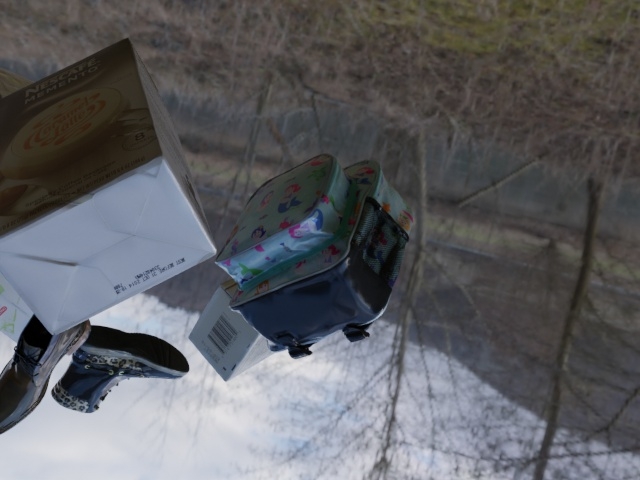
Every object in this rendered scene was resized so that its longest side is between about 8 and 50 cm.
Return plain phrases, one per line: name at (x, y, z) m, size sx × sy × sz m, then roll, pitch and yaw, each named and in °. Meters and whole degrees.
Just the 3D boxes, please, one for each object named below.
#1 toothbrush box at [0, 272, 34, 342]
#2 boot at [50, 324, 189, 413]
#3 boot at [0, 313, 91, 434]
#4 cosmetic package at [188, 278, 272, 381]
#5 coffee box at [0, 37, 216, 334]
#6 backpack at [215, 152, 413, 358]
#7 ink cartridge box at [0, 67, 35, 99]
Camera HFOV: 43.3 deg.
toothbrush box at (-0.540, 0.012, 1.378) m, size 0.283 × 0.206 × 0.122 m, roll 46°, pitch 179°, yaw -25°
boot at (-0.402, 0.270, 1.614) m, size 0.236 × 0.178 × 0.085 m, roll 21°, pitch -153°, yaw -31°
boot at (-0.428, 0.177, 1.159) m, size 0.082 × 0.219 × 0.106 m, roll 30°, pitch 161°, yaw 13°
cosmetic package at (-0.072, 0.114, 1.458) m, size 0.113 × 0.160 × 0.309 m, roll 46°, pitch -142°, yaw 15°
coffee box at (-0.186, -0.058, 0.665) m, size 0.141 × 0.098 × 0.246 m, roll -27°, pitch -143°, yaw -2°
backpack at (0.000, 0.000, 1.056) m, size 0.225 × 0.191 × 0.253 m, roll -24°, pitch -159°, yaw 35°
ink cartridge box at (-0.399, -0.140, 0.947) m, size 0.273 × 0.114 × 0.198 m, roll 20°, pitch -168°, yaw -41°
